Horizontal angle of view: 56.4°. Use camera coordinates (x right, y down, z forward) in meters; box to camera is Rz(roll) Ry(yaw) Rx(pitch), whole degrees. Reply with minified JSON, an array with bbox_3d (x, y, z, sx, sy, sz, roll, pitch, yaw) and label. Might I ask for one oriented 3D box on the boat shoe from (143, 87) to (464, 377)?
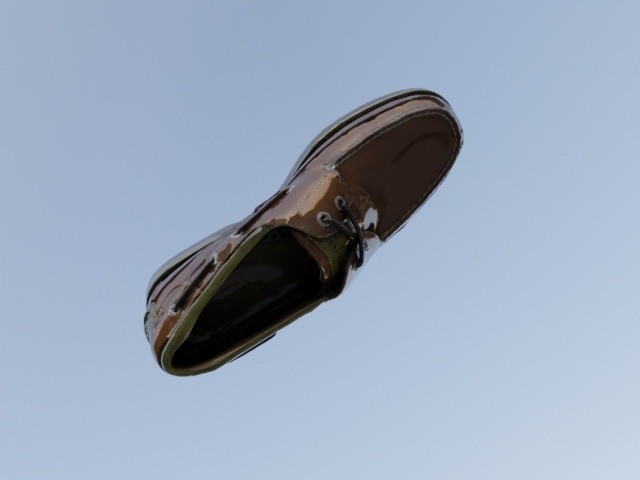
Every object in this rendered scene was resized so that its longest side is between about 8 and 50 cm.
[{"bbox_3d":[0.000,0.000,0.469,0.307,0.104,0.111,-40,-66,0],"label":"boat shoe"}]
